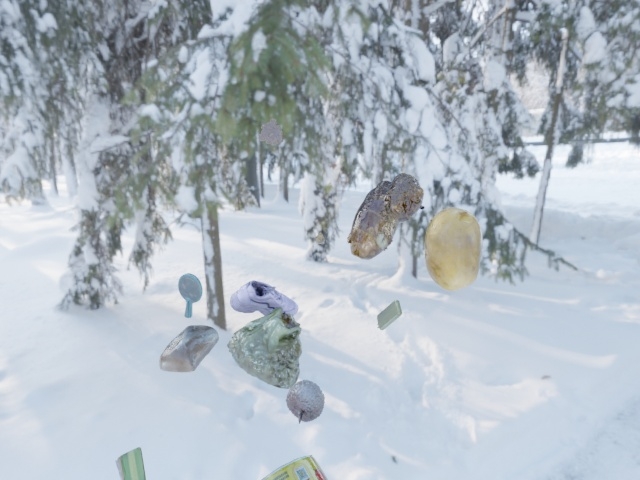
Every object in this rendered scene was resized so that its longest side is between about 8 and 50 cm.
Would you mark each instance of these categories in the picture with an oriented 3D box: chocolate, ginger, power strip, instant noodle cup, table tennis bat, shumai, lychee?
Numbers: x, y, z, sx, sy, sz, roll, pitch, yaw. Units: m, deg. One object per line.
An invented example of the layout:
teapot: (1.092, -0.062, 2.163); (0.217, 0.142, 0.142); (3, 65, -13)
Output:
chocolate: (-0.487, 0.378, 1.543); (0.156, 0.080, 0.254); (-2, 19, 14)
ginger: (0.254, -0.101, 1.578); (0.254, 0.176, 0.418); (-10, 37, 46)
power strip: (0.299, 0.332, 1.836); (0.028, 0.169, 0.076); (15, 46, -25)
instant noodle cup: (-0.072, 0.907, 1.395); (0.325, 0.326, 0.254); (-10, 47, -31)
table tennis bat: (-0.541, 0.231, 1.730); (0.124, 0.201, 0.033); (17, 19, 21)
shumai: (-0.148, 0.328, 1.335); (0.255, 0.218, 0.189); (32, -11, -16)
lychee: (-0.065, 0.668, 1.727); (0.165, 0.165, 0.197); (3, 24, 25)

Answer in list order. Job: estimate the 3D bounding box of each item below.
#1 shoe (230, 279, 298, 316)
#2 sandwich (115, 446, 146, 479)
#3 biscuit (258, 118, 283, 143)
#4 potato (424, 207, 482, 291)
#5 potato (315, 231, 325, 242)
shoe: (-0.175, 0.200, 1.434); (0.244, 0.095, 0.137); (15, -39, -26)
sandwich: (-0.614, 0.755, 1.369); (0.074, 0.117, 0.074); (-11, -25, -44)
biscuit: (-0.146, -0.328, 1.279); (0.092, 0.082, 0.016); (37, 4, 19)
potato: (0.365, 0.024, 1.169); (0.146, 0.234, 0.150); (8, -8, -6)
potato: (-0.001, 0.000, 1.981); (0.036, 0.093, 0.037); (38, 71, 17)
